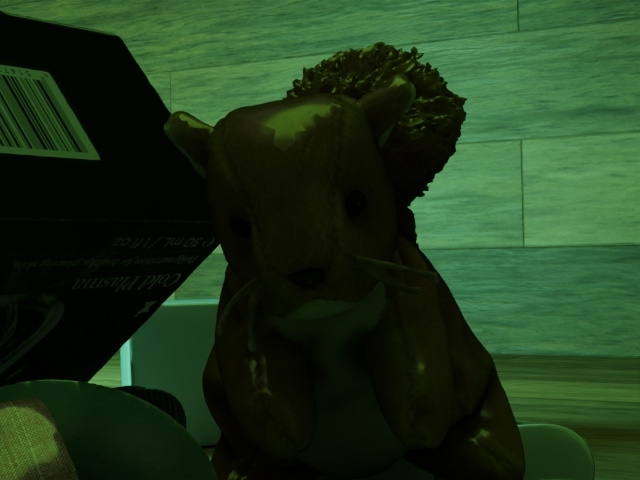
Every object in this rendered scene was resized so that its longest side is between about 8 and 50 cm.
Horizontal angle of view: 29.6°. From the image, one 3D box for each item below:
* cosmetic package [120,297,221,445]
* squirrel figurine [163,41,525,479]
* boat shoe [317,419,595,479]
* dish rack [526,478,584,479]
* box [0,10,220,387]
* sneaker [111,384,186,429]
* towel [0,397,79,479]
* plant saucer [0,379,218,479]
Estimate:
[{"bbox_3d":[-0.087,0.173,1.663,0.365,0.197,0.155,0,-1,-14],"label":"cosmetic package"},{"bbox_3d":[0.000,0.000,1.011,0.281,0.397,0.370,-8,-45,11],"label":"squirrel figurine"},{"bbox_3d":[0.104,0.209,1.152,0.301,0.108,0.102,-3,-6,6],"label":"boat shoe"},{"bbox_3d":[0.096,0.223,0.816,0.333,0.072,0.285,-1,-1,-13],"label":"dish rack"},{"bbox_3d":[-0.430,0.022,1.226,0.472,0.297,0.480,-44,-22,26],"label":"box"},{"bbox_3d":[-0.285,0.216,1.327,0.131,0.112,0.319,0,-1,35],"label":"sneaker"},{"bbox_3d":[-0.229,0.170,0.489,0.329,0.037,0.237,-2,44,-37],"label":"towel"},{"bbox_3d":[-0.158,0.174,0.740,0.195,0.195,0.037,-1,29,-1],"label":"plant saucer"}]
